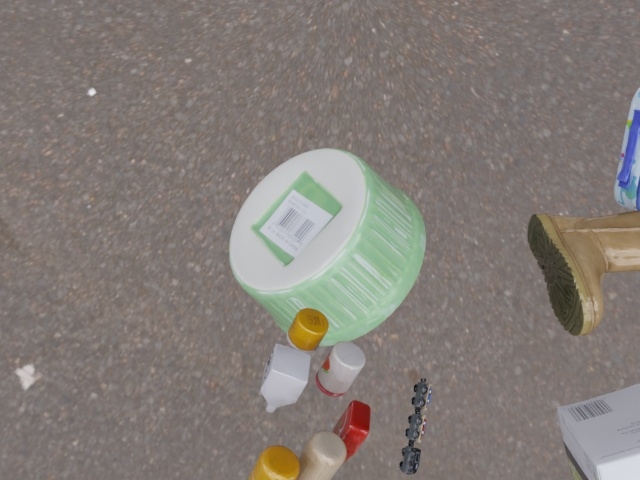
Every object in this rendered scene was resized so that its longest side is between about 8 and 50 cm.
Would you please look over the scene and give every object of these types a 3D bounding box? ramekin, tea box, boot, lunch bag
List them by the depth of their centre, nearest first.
[{"bbox_3d":[0.457,0.029,1.124,0.269,0.236,0.089,-2,134,-3],"label":"boot"},{"bbox_3d":[0.000,0.000,1.253,0.303,0.303,0.148,-36,134,13],"label":"ramekin"},{"bbox_3d":[0.576,-0.145,1.280,0.176,0.090,0.219,1,106,-18],"label":"lunch bag"},{"bbox_3d":[0.657,0.445,1.460,0.328,0.220,0.324,-17,106,2],"label":"tea box"}]

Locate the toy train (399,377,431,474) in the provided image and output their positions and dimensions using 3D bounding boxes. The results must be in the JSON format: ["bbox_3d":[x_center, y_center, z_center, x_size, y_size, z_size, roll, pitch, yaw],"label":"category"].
[{"bbox_3d":[0.161,0.307,1.304,0.027,0.158,0.036,-6,153,43],"label":"toy train"}]

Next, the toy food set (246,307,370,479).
[{"bbox_3d":[-0.018,0.189,0.825,0.111,0.232,0.105,20,126,-10],"label":"toy food set"}]
